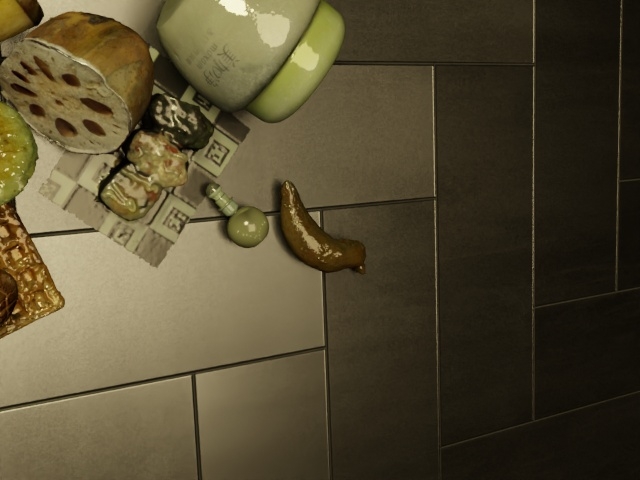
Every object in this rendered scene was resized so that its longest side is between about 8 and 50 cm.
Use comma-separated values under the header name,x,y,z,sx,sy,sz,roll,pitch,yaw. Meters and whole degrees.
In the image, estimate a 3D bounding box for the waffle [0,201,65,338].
name,x,y,z,sx,sy,sz,roll,pitch,yaw
waffle,-0.631,0.032,1.376,0.212,0.091,0.308,-29,109,-22

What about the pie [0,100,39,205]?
name,x,y,z,sx,sy,sz,roll,pitch,yaw
pie,-0.624,-0.146,1.293,0.276,0.078,0.277,6,60,-11

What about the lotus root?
name,x,y,z,sx,sy,sz,roll,pitch,yaw
lotus root,-0.428,-0.303,1.371,0.272,0.272,0.192,39,58,-27

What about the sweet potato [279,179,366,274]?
name,x,y,z,sx,sy,sz,roll,pitch,yaw
sweet potato,0.000,0.004,1.715,0.310,0.098,0.124,39,57,-25

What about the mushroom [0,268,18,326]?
name,x,y,z,sx,sy,sz,roll,pitch,yaw
mushroom,-0.586,0.107,1.313,0.109,0.085,0.126,22,95,-30

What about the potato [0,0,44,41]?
name,x,y,z,sx,sy,sz,roll,pitch,yaw
potato,-0.638,-0.428,1.256,0.242,0.242,0.285,-47,124,-16

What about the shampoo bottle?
name,x,y,z,sx,sy,sz,roll,pitch,yaw
shampoo bottle,-0.136,-0.410,1.460,0.317,0.322,0.323,36,79,-18

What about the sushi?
name,x,y,z,sx,sy,sz,roll,pitch,yaw
sushi,-0.328,-0.166,1.511,0.296,0.100,0.373,38,78,-27

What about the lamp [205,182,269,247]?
name,x,y,z,sx,sy,sz,roll,pitch,yaw
lamp,-0.183,-0.059,1.615,0.091,0.091,0.163,-45,106,-16
